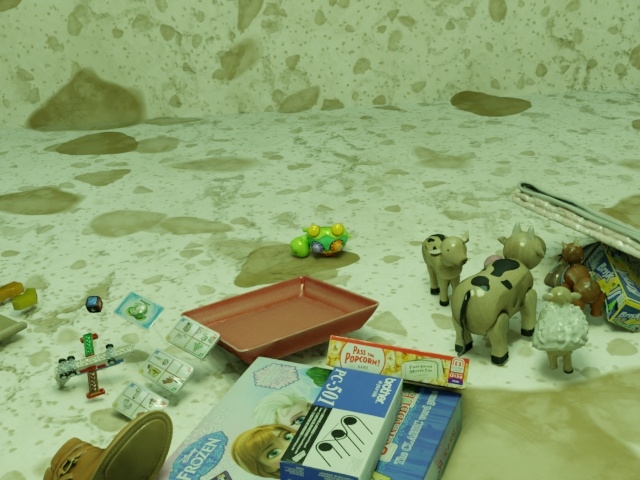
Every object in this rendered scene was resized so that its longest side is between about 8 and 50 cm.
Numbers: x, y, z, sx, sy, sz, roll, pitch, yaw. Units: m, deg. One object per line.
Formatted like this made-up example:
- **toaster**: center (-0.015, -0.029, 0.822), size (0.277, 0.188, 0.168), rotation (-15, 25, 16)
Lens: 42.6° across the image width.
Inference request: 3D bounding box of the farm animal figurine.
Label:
- **farm animal figurine**: center (0.296, 0.062, 1.373), size (0.330, 0.172, 0.327), rotation (3, 27, 26)

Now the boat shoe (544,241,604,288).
- **boat shoe**: center (0.479, 0.044, 1.546), size (0.066, 0.066, 0.183), rotation (7, 21, 39)

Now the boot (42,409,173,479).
- **boot**: center (-0.272, 0.270, 1.004), size (0.197, 0.073, 0.152), rotation (-53, 30, -11)

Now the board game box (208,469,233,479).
- **board game box**: center (-0.139, 0.344, 0.860), size (0.170, 0.048, 0.141), rotation (-28, 44, -16)

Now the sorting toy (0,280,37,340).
- **sorting toy**: center (-0.630, 0.160, 1.463), size (0.229, 0.041, 0.307), rotation (9, 25, 36)

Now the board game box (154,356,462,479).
- **board game box**: center (-0.009, 0.278, 1.060), size (0.317, 0.066, 0.319), rotation (6, 25, 21)

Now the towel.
- **towel**: center (0.559, -0.007, 1.502), size (0.316, 0.054, 0.332), rotation (17, 11, -37)

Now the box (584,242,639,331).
- **box**: center (0.513, 0.078, 1.415), size (0.059, 0.054, 0.169), rotation (22, 32, -12)

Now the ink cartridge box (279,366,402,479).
- **ink cartridge box**: center (0.031, 0.234, 1.012), size (0.097, 0.046, 0.207), rotation (7, 25, 18)

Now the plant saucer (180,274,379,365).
- **plant saucer**: center (-0.071, 0.135, 1.387), size (0.258, 0.048, 0.259), rotation (-16, 17, -28)

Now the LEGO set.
- **LEGO set**: center (-0.301, 0.178, 1.291), size (0.244, 0.060, 0.182), rotation (23, 59, 24)

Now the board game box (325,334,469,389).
- **board game box**: center (0.110, 0.178, 1.185), size (0.193, 0.045, 0.147), rotation (9, -9, 6)

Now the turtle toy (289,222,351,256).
- **turtle toy**: center (0.000, 0.000, 1.708), size (0.130, 0.066, 0.095), rotation (-4, 0, 5)
